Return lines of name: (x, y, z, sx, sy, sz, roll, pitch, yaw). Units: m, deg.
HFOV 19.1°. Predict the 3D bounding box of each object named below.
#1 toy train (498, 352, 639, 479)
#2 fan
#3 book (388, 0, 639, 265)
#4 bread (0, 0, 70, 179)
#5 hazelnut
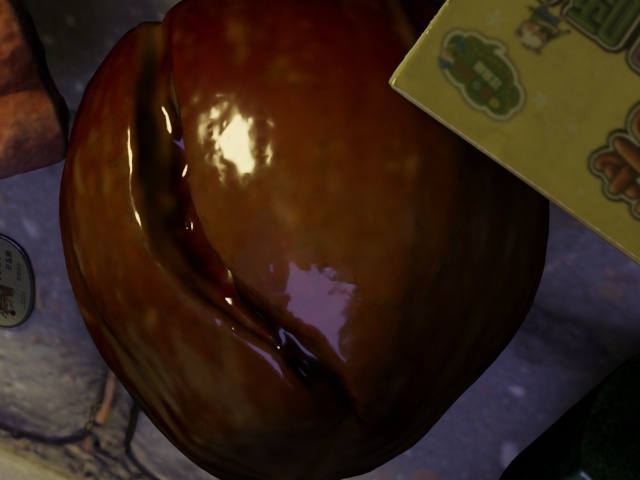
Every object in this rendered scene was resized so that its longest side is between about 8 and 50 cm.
toy train: (0.131, 0.192, 0.931, 0.178, 0.138, 0.330, 44, 131, 3)
fan: (-0.186, 0.024, 1.027, 0.080, 0.003, 0.060, -10, 117, 28)
book: (0.146, -0.086, 0.715, 0.168, 0.192, 0.013, 35, 171, -3)
bread: (-0.226, -0.128, 0.846, 0.190, 0.123, 0.244, 0, 113, 59)
hazelnut: (0.000, 0.000, 0.800, 0.218, 0.218, 0.234, 31, 159, 1)
